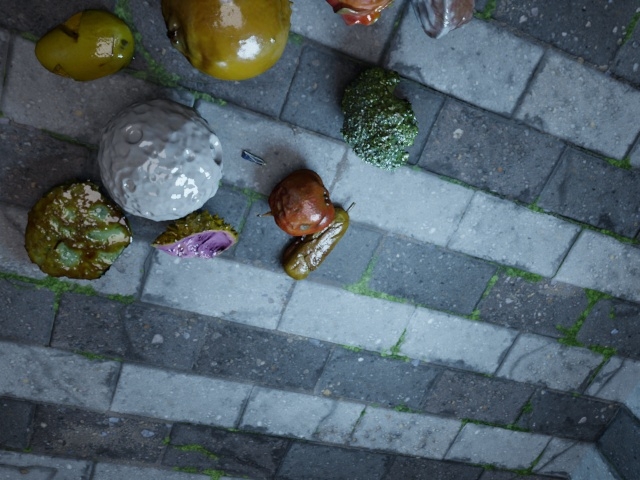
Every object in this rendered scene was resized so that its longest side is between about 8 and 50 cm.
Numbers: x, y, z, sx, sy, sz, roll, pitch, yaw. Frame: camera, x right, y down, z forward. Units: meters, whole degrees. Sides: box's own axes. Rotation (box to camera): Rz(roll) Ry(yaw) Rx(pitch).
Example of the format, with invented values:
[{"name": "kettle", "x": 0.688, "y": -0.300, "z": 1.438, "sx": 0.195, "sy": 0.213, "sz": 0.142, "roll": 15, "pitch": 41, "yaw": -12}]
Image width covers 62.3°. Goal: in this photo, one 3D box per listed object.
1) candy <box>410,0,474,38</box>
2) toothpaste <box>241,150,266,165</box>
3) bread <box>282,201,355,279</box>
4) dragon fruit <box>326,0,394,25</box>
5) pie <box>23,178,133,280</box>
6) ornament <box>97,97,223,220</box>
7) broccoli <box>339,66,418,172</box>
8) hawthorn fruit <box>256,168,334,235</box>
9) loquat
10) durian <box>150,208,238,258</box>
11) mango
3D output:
[{"name": "candy", "x": 0.326, "y": -0.709, "z": 1.440, "sx": 0.157, "sy": 0.214, "sz": 0.290, "roll": -20, "pitch": 109, "yaw": -7}, {"name": "toothpaste", "x": -0.209, "y": -0.256, "z": 1.669, "sx": 0.083, "sy": 0.019, "sz": 0.027, "roll": 22, "pitch": 127, "yaw": -16}, {"name": "bread", "x": 0.000, "y": -0.001, "z": 1.798, "sx": 0.124, "sy": 0.084, "sz": 0.344, "roll": 37, "pitch": 104, "yaw": -25}, {"name": "dragon fruit", "x": 0.095, "y": -0.715, "z": 1.388, "sx": 0.305, "sy": 0.226, "sz": 0.306, "roll": -1, "pitch": 82, "yaw": 4}, {"name": "pie", "x": -0.745, "y": -0.028, "z": 1.627, "sx": 0.288, "sy": 0.103, "sz": 0.355, "roll": 35, "pitch": 109, "yaw": -24}, {"name": "ornament", "x": -0.427, "y": -0.224, "z": 1.456, "sx": 0.336, "sy": 0.337, "sz": 0.337, "roll": -5, "pitch": 117, "yaw": -9}, {"name": "broccoli", "x": 0.172, "y": -0.361, "z": 1.572, "sx": 0.235, "sy": 0.260, "sz": 0.288, "roll": 11, "pitch": 112, "yaw": 0}, {"name": "hawthorn fruit", "x": -0.088, "y": -0.103, "z": 1.674, "sx": 0.243, "sy": 0.207, "sz": 0.208, "roll": -18, "pitch": 118, "yaw": 9}, {"name": "loquat", "x": -0.235, "y": -0.569, "z": 1.345, "sx": 0.328, "sy": 0.328, "sz": 0.329, "roll": -5, "pitch": 117, "yaw": -9}, {"name": "durian", "x": -0.357, "y": -0.026, "z": 1.625, "sx": 0.191, "sy": 0.341, "sz": 0.112, "roll": -33, "pitch": 73, "yaw": 14}, {"name": "mango", "x": -0.622, "y": -0.510, "z": 1.402, "sx": 0.261, "sy": 0.130, "sz": 0.167, "roll": -20, "pitch": 112, "yaw": 4}]
